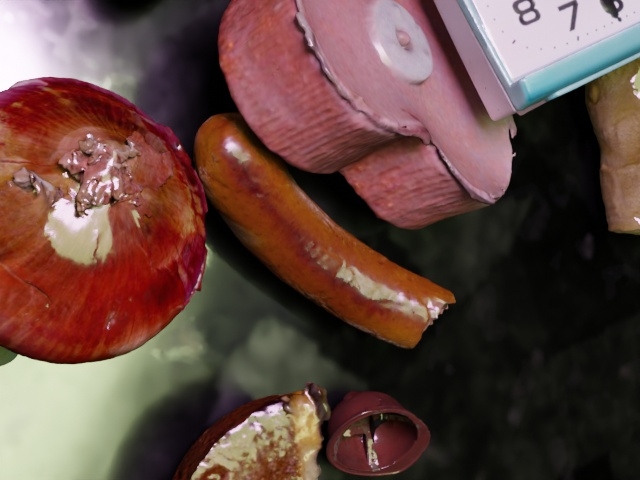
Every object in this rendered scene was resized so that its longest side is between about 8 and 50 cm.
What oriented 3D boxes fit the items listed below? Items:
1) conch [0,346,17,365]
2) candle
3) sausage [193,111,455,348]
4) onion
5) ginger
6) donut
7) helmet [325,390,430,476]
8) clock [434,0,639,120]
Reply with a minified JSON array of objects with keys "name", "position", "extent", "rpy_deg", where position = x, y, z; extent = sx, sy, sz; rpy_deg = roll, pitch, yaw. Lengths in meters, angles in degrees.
[{"name":"conch","position":[-0.257,0.055,0.676],"extent":[0.180,0.065,0.088],"rpy_deg":[-8,102,-38]},{"name":"candle","position":[0.041,-0.168,0.804],"extent":[0.317,0.131,0.287],"rpy_deg":[25,56,-45]},{"name":"sausage","position":[-0.004,0.002,0.807],"extent":[0.302,0.103,0.076],"rpy_deg":[39,39,-23]},{"name":"onion","position":[-0.175,-0.030,0.659],"extent":[0.229,0.163,0.230],"rpy_deg":[19,50,-24]},{"name":"ginger","position":[0.370,-0.129,1.020],"extent":[0.116,0.109,0.263],"rpy_deg":[-15,96,-56]},{"name":"donut","position":[-0.074,0.215,0.746],"extent":[0.144,0.126,0.187],"rpy_deg":[-1,84,-22]},{"name":"helmet","position":[0.047,0.178,0.854],"extent":[0.111,0.057,0.089],"rpy_deg":[26,110,-35]},{"name":"clock","position":[0.220,-0.257,0.821],"extent":[0.262,0.116,0.231],"rpy_deg":[-27,88,-17]}]
